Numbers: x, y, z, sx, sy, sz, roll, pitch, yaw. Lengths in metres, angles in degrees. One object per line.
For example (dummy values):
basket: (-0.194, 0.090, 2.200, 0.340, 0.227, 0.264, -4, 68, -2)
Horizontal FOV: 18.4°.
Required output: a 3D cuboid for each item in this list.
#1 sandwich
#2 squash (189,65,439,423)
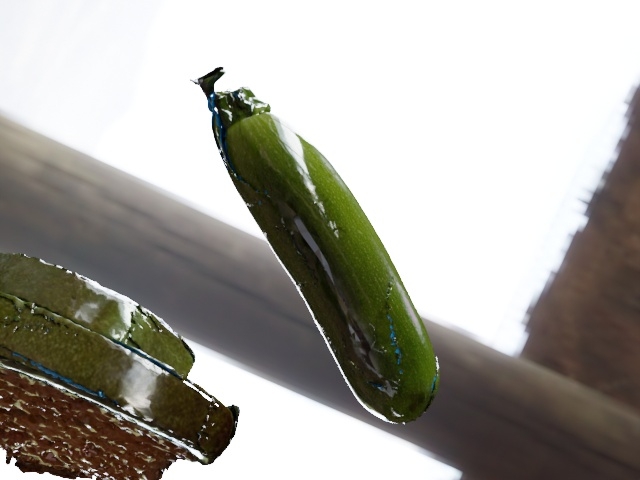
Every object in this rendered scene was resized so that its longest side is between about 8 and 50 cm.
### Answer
sandwich: (-0.154, 0.080, 1.210, 0.079, 0.235, 0.159, -64, 150, -31)
squash: (0.001, 0.000, 1.591, 0.087, 0.331, 0.087, -31, -178, 1)
